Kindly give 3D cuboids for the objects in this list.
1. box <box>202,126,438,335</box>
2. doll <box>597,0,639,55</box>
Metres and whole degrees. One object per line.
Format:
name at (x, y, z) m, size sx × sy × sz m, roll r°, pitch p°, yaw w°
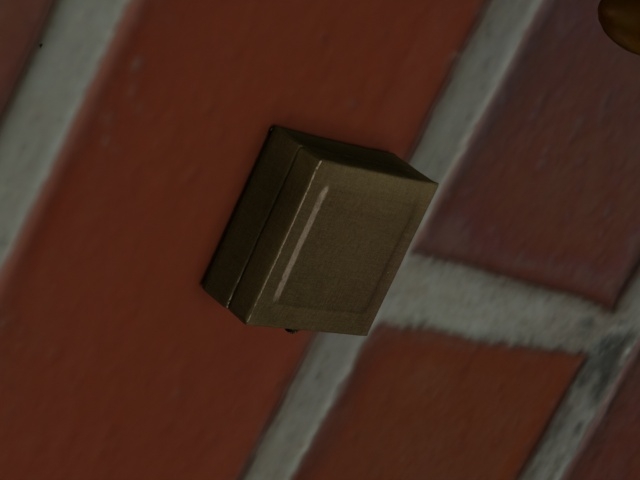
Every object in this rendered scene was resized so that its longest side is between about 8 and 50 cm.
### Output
box at (0.000, 0.000, 0.738) m, size 0.079 × 0.035 × 0.083 m, roll 10°, pitch 111°, yaw -47°
doll at (0.113, -0.220, 0.597) m, size 0.166 × 0.162 × 0.269 m, roll -34°, pitch 128°, yaw 0°
